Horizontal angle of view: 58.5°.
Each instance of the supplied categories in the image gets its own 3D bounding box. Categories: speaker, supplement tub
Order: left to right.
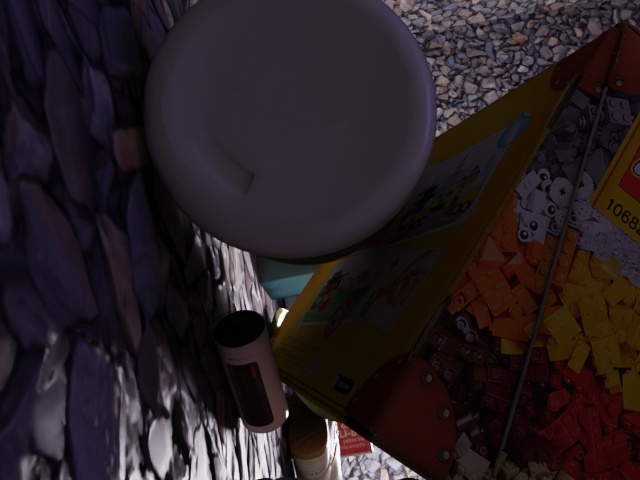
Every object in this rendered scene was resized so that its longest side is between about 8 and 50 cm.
[{"bbox_3d":[-0.071,0.138,0.598,0.055,0.055,0.136,-99,180,-55],"label":"speaker"},{"bbox_3d":[-0.021,-0.089,0.573,0.316,0.229,0.228,79,2,-86],"label":"supplement tub"}]

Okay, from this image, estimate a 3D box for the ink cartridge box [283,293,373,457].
[{"bbox_3d":[0.022,0.340,1.425,0.279,0.161,0.384,78,3,-69],"label":"ink cartridge box"}]

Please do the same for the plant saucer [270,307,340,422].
[{"bbox_3d":[-0.023,0.233,1.044,0.241,0.037,0.241,53,8,-11],"label":"plant saucer"}]

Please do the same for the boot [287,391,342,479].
[{"bbox_3d":[-0.002,0.413,1.103,0.262,0.095,0.203,-91,171,-75],"label":"boot"}]

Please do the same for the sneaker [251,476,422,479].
[{"bbox_3d":[-0.020,0.268,0.403,0.321,0.180,0.124,28,22,-47],"label":"sneaker"}]

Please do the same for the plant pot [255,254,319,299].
[{"bbox_3d":[0.000,0.000,1.095,0.165,0.235,0.165,80,0,-73],"label":"plant pot"}]

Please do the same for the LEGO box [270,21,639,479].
[{"bbox_3d":[0.141,0.056,0.642,0.372,0.193,0.500,-56,-171,-13],"label":"LEGO box"}]
